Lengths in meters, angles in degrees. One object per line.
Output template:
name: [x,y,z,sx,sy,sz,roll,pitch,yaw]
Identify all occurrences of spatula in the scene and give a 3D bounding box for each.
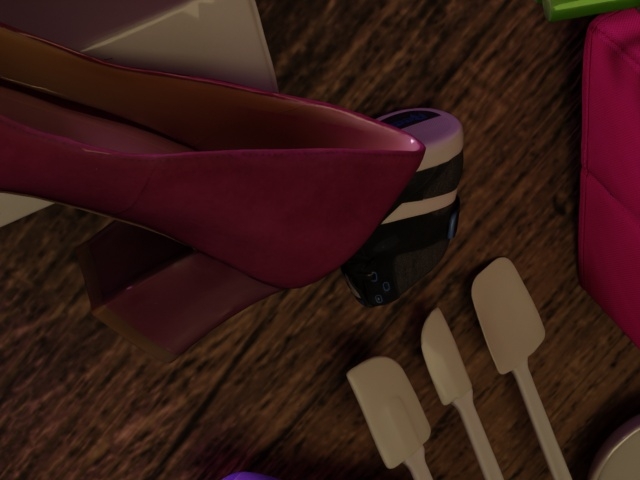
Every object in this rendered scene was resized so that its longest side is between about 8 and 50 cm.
spatula: [0.124,0.151,1.018,0.168,0.019,0.242,-37,115,-29]

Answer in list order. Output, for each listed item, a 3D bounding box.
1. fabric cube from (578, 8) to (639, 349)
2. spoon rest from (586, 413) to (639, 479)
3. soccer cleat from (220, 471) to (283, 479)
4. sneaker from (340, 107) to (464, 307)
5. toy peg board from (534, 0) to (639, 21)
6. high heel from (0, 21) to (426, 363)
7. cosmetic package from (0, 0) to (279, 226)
fabric cube: [0.347,-0.022,0.906,0.254,0.258,0.259,-21,134,-12]
spoon rest: [0.345,0.199,1.163,0.276,0.084,0.137,1,117,-26]
soccer cleat: [0.043,0.226,1.033,0.318,0.109,0.116,36,85,-37]
sneaker: [0.000,0.000,0.887,0.217,0.079,0.121,-17,122,-17]
toy peg board: [0.154,-0.212,0.798,0.079,0.161,0.160,-11,123,-2]
high heel: [-0.108,-0.085,0.617,0.181,0.127,0.377,-37,140,10]
cosmetic package: [-0.150,-0.083,0.748,0.231,0.117,0.085,-23,125,-10]
